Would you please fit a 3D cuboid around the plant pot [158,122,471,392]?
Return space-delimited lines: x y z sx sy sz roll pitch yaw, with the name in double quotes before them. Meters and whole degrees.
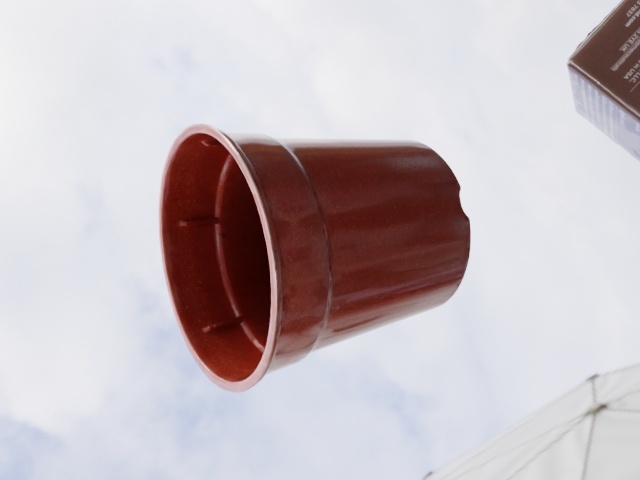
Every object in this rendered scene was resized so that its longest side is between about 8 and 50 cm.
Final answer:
"plant pot" 0.000 0.000 0.905 0.265 0.272 0.272 -10 -118 -31

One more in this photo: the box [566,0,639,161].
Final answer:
"box" 0.455 -0.099 0.892 0.381 0.143 0.191 47 -171 19
